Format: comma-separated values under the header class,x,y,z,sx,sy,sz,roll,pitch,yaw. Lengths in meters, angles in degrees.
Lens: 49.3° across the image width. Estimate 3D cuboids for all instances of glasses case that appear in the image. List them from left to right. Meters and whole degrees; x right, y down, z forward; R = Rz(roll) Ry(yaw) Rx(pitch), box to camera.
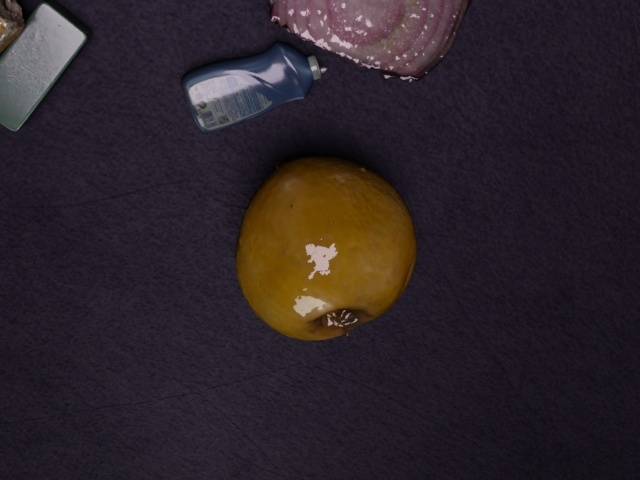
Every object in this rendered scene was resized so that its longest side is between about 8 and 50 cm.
class,x,y,z,sx,sy,sz,roll,pitch,yaw
glasses case,-0.407,-0.246,0.983,0.077,0.039,0.184,38,107,-21

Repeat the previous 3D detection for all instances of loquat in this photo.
class,x,y,z,sx,sy,sz,roll,pitch,yaw
loquat,0.000,0.000,1.021,0.274,0.275,0.275,-2,116,-4

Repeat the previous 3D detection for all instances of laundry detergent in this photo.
class,x,y,z,sx,sy,sz,roll,pitch,yaw
laundry detergent,-0.091,-0.227,1.009,0.206,0.061,0.097,-16,113,3

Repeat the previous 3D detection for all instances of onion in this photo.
class,x,y,z,sx,sy,sz,roll,pitch,yaw
onion,0.076,-0.348,0.951,0.249,0.111,0.248,24,89,-4

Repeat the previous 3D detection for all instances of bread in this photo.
class,x,y,z,sx,sy,sz,roll,pitch,yaw
bread,-0.456,-0.300,0.922,0.106,0.082,0.125,-34,94,27
